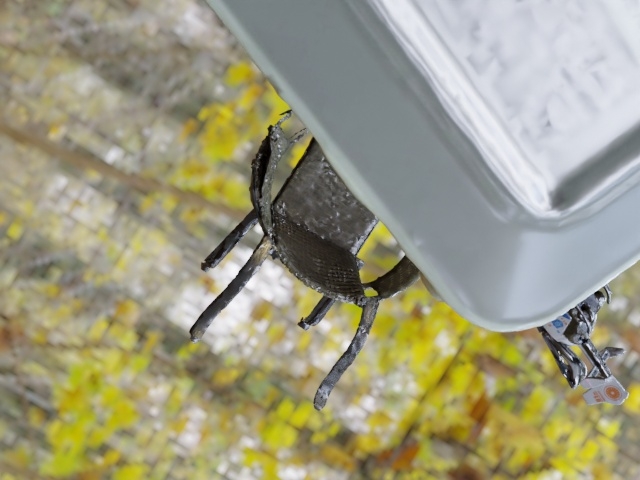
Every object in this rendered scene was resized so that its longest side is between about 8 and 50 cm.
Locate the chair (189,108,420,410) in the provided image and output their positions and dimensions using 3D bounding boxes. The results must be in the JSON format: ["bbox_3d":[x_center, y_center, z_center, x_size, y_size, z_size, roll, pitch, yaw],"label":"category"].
[{"bbox_3d":[0.000,0.000,1.454,0.213,0.174,0.149,-56,-165,14],"label":"chair"}]

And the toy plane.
[{"bbox_3d":[0.232,0.074,1.634,0.078,0.197,0.053,-17,-156,45],"label":"toy plane"}]

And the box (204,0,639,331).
[{"bbox_3d":[0.127,-0.177,0.843,0.373,0.367,0.090,-38,-154,5],"label":"box"}]
